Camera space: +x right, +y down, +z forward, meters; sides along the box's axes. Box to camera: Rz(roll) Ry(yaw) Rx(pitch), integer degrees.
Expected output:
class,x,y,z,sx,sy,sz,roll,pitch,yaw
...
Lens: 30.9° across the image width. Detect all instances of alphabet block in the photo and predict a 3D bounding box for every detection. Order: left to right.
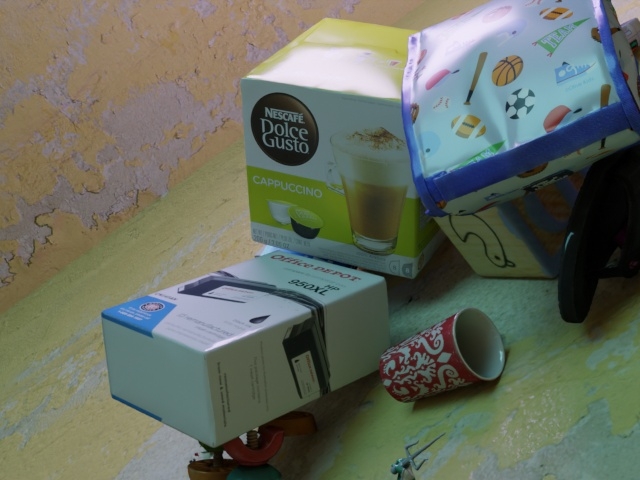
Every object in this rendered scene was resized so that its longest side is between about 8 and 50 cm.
class,x,y,z,sx,sy,sz,roll,pitch,yaw
alphabet block,0.324,-0.067,1.911,0.193,0.192,0.197,-46,19,-22

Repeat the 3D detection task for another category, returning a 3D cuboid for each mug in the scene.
class,x,y,z,sx,sy,sz,roll,pitch,yaw
mug,0.193,0.185,1.771,0.169,0.150,0.113,-28,58,40

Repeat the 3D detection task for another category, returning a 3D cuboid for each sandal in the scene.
class,x,y,z,sx,sy,sz,roll,pitch,yaw
sandal,0.457,-0.054,1.709,0.107,0.168,0.446,9,45,31

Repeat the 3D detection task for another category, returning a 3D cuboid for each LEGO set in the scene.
class,x,y,z,sx,sy,sz,roll,pitch,yaw
LEGO set,-0.210,0.388,2.151,0.083,0.023,0.054,-50,15,12

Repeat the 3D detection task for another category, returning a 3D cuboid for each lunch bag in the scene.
class,x,y,z,sx,sy,sz,roll,pitch,yaw
lunch bag,0.298,-0.197,1.679,0.327,0.239,0.385,-23,25,20

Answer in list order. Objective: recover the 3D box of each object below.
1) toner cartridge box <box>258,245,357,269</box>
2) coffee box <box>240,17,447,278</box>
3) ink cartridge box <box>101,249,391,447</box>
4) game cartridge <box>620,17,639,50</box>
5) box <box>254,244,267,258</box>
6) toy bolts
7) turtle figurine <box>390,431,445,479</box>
class,x,y,z,sx,sy,sz,roll,pitch,yaw
toner cartridge box,-0.038,0.066,2.258,0.165,0.075,0.348,22,63,19
coffee box,0.085,-0.183,2.113,0.337,0.334,0.338,13,33,23
ink cartridge box,-0.117,0.162,1.919,0.395,0.166,0.285,-19,23,-40
game cartridge,0.480,-0.334,2.276,0.230,0.068,0.355,-16,12,42
box,0.000,0.000,2.448,0.232,0.127,0.148,-47,21,-20
toy bolts,-0.099,0.374,1.880,0.218,0.159,0.228,-2,1,-14
turtle figurine,0.111,0.365,1.465,0.234,0.118,0.175,-54,-1,11
